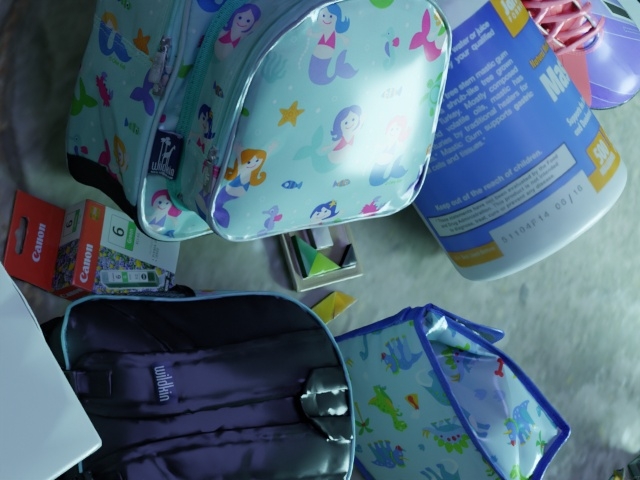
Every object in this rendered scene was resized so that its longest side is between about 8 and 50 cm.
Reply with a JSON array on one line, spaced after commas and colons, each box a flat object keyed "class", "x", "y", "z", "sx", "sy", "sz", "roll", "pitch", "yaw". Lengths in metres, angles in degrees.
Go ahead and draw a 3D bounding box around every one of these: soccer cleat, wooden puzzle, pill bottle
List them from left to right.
[{"class": "wooden puzzle", "x": 0.000, "y": 0.000, "z": 1.442, "sx": 0.078, "sy": 0.014, "sz": 0.116, "roll": -23, "pitch": 91, "yaw": -43}, {"class": "pill bottle", "x": 0.095, "y": -0.118, "z": 1.468, "sx": 0.272, "sy": 0.152, "sz": 0.152, "roll": 56, "pitch": 49, "yaw": -13}, {"class": "soccer cleat", "x": 0.152, "y": -0.210, "z": 1.552, "sx": 0.318, "sy": 0.116, "sz": 0.108, "roll": 42, "pitch": 84, "yaw": -21}]

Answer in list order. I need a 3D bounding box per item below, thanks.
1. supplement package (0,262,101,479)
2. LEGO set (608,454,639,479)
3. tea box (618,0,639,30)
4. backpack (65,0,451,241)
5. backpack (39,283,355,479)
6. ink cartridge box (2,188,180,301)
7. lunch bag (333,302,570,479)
[{"class": "supplement package", "x": -0.298, "y": 0.117, "z": 1.037, "sx": 0.293, "sy": 0.175, "sz": 0.177, "roll": -33, "pitch": 97, "yaw": -42}, {"class": "LEGO set", "x": 0.335, "y": 0.255, "z": 1.529, "sx": 0.331, "sy": 0.192, "sz": 0.255, "roll": -20, "pitch": 89, "yaw": -43}, {"class": "tea box", "x": 0.274, "y": -0.358, "z": 1.585, "sx": 0.329, "sy": 0.323, "sz": 0.220, "roll": 40, "pitch": 54, "yaw": -24}, {"class": "backpack", "x": -0.033, "y": -0.129, "z": 1.270, "sx": 0.225, "sy": 0.191, "sz": 0.253, "roll": -9, "pitch": 117, "yaw": -40}, {"class": "backpack", "x": -0.079, "y": 0.113, "z": 1.242, "sx": 0.188, "sy": 0.144, "sz": 0.166, "roll": -7, "pitch": 79, "yaw": -19}, {"class": "ink cartridge box", "x": -0.148, "y": 0.010, "z": 1.300, "sx": 0.115, "sy": 0.029, "sz": 0.063, "roll": 23, "pitch": 63, "yaw": -34}, {"class": "lunch bag", "x": 0.076, "y": 0.115, "z": 1.393, "sx": 0.151, "sy": 0.129, "sz": 0.096, "roll": 48, "pitch": 50, "yaw": -16}]
